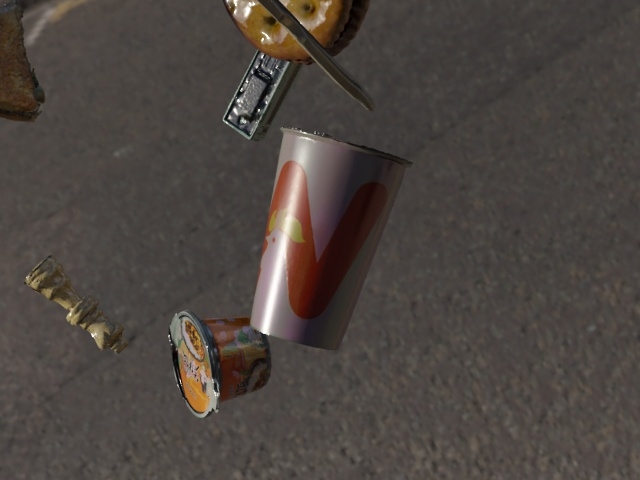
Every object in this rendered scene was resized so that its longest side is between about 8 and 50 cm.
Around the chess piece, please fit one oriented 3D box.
[{"bbox_3d":[-0.348,0.099,1.800,0.060,0.172,0.060,-46,0,0],"label":"chess piece"}]

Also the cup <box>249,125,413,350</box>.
[{"bbox_3d":[0.000,0.000,1.765,0.203,0.203,0.288,18,93,53],"label":"cup"}]

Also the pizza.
[{"bbox_3d":[-0.496,-0.281,1.898,0.052,0.185,0.195,-17,56,47],"label":"pizza"}]

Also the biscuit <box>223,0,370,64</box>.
[{"bbox_3d":[-0.033,-0.308,1.416,0.220,0.220,0.066,2,13,43],"label":"biscuit"}]

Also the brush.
[{"bbox_3d":[-0.038,-0.238,1.215,0.050,0.321,0.060,-46,41,3],"label":"brush"}]

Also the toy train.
[{"bbox_3d":[-0.059,-0.394,2.496,0.086,0.407,0.088,37,18,24],"label":"toy train"}]

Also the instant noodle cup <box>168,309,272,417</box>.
[{"bbox_3d":[-0.159,0.196,2.062,0.126,0.177,0.208,-8,51,-28],"label":"instant noodle cup"}]
